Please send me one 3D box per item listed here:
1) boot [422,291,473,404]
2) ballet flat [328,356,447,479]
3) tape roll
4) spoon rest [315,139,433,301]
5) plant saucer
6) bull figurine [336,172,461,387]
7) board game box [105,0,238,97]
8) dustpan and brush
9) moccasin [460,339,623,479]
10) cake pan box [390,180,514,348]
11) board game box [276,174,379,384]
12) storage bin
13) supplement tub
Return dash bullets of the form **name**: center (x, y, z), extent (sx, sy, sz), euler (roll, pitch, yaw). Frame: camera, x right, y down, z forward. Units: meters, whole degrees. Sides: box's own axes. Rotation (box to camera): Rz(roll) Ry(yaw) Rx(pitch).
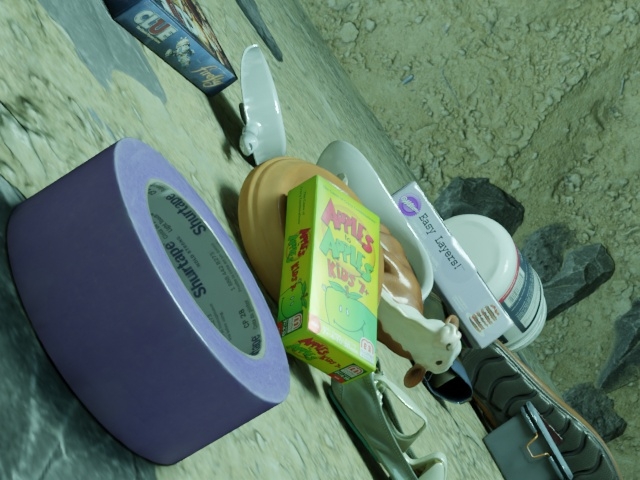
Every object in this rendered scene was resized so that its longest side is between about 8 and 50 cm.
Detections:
- **boot**: center (0.160, 0.147, 1.717), extent (0.219, 0.082, 0.106), euler (49, 11, -53)
- **ballet flat**: center (0.085, 0.209, 1.195), extent (0.213, 0.068, 0.072), euler (59, 10, -2)
- **tape roll**: center (-0.101, 0.036, 0.757), extent (0.189, 0.080, 0.189), euler (55, 11, -16)
- **spoon rest**: center (0.071, -0.015, 1.660), extent (0.276, 0.084, 0.137), euler (61, -30, 25)
- **plant saucer**: center (0.000, 0.000, 1.261), extent (0.200, 0.037, 0.200), euler (31, 44, -35)
- **bull figurine**: center (0.059, 0.038, 1.446), extent (0.188, 0.101, 0.310), euler (54, 0, -30)
- **board game box**: center (-0.186, -0.272, 1.368), extent (0.165, 0.042, 0.243), euler (63, 10, 20)
- **dustpan and brush**: center (-0.075, -0.138, 1.444), extent (0.211, 0.060, 0.147), euler (-118, -163, -68)
- **moccasin**: center (0.362, 0.322, 2.031), extent (0.380, 0.139, 0.147), euler (44, 2, 12)
- **cake pan box**: center (0.161, 0.039, 1.836), extent (0.267, 0.070, 0.246), euler (55, -11, -2)
- **board game box**: center (0.009, 0.036, 1.177), extent (0.092, 0.043, 0.181), euler (33, 44, -33)
- **storage bin**: center (0.318, 0.332, 1.914), extent (0.135, 0.091, 0.098), euler (60, 10, 11)
- **supplement tub**: center (0.298, 0.087, 2.254), extent (0.272, 0.191, 0.191), euler (45, 17, -55)
